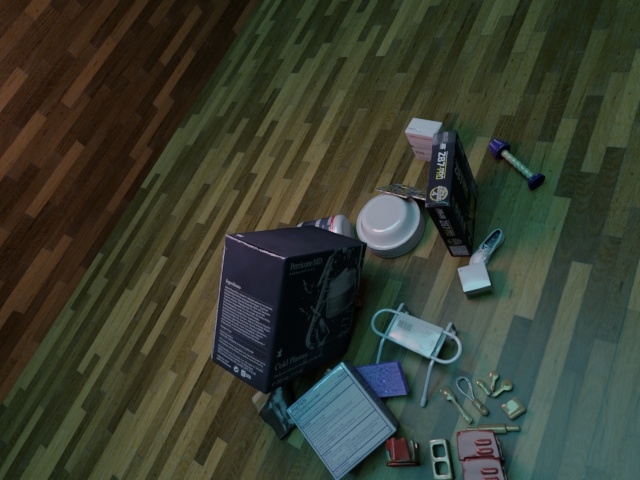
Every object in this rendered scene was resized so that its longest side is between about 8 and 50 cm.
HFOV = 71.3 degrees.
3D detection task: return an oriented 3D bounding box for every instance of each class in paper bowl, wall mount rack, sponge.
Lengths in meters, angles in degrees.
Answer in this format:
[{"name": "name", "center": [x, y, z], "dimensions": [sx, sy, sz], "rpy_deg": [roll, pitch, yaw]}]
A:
[{"name": "paper bowl", "center": [0.290, -0.080, 1.906], "dimensions": [0.284, 0.148, 0.284], "rpy_deg": [-13, 57, 21]}, {"name": "wall mount rack", "center": [0.331, 0.403, 1.619], "dimensions": [0.350, 0.130, 0.304], "rpy_deg": [19, 70, 36]}, {"name": "sponge", "center": [0.207, 0.509, 1.624], "dimensions": [0.210, 0.031, 0.117], "rpy_deg": [-18, 85, 31]}]

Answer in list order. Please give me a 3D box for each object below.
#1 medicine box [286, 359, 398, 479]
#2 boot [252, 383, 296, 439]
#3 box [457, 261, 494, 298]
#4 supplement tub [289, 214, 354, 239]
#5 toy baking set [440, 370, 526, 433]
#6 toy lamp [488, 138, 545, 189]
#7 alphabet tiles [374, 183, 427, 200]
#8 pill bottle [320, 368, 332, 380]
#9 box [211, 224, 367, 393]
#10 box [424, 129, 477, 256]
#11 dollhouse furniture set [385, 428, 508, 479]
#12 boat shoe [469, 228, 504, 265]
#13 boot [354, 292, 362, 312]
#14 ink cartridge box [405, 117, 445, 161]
[{"name": "medicine box", "center": [0.079, 0.613, 1.556], "dimensions": [0.263, 0.149, 0.289], "rpy_deg": [-41, 72, 2]}, {"name": "boot", "center": [-0.134, 0.633, 1.781], "dimensions": [0.248, 0.090, 0.207], "rpy_deg": [-46, 63, -4]}, {"name": "box", "center": [0.574, 0.148, 1.650], "dimensions": [0.101, 0.087, 0.102], "rpy_deg": [-18, 55, 20]}, {"name": "supplement tub", "center": [0.000, 0.000, 1.989], "dimensions": [0.272, 0.191, 0.191], "rpy_deg": [-11, 58, 23]}, {"name": "toy baking set", "center": [0.538, 0.542, 1.481], "dimensions": [0.256, 0.030, 0.197], "rpy_deg": [-16, 53, 20]}, {"name": "toy lamp", "center": [0.787, -0.318, 1.814], "dimensions": [0.080, 0.080, 0.275], "rpy_deg": [-34, 53, 8]}, {"name": "alphabet tiles", "center": [0.384, -0.207, 1.919], "dimensions": [0.237, 0.198, 0.009], "rpy_deg": [19, 114, 34]}, {"name": "pill bottle", "center": [0.027, 0.576, 1.705], "dimensions": [0.086, 0.086, 0.152], "rpy_deg": [22, 75, 36]}, {"name": "box", "center": [-0.107, 0.215, 1.630], "dimensions": [0.297, 0.480, 0.472], "rpy_deg": [17, 106, 35]}, {"name": "box", "center": [0.501, -0.163, 1.678], "dimensions": [0.097, 0.395, 0.318], "rpy_deg": [-4, 60, 29]}, {"name": "dollhouse furniture set", "center": [0.371, 0.688, 1.374], "dimensions": [0.374, 0.201, 0.152], "rpy_deg": [-14, 57, 21]}, {"name": "boat shoe", "center": [0.633, 0.033, 1.700], "dimensions": [0.184, 0.063, 0.066], "rpy_deg": [-44, 51, -1]}, {"name": "boot", "center": [0.034, 0.245, 1.898], "dimensions": [0.283, 0.109, 0.220], "rpy_deg": [-23, 58, 7]}, {"name": "ink cartridge box", "center": [0.480, -0.436, 1.970], "dimensions": [0.148, 0.203, 0.086], "rpy_deg": [22, 75, 36]}]
